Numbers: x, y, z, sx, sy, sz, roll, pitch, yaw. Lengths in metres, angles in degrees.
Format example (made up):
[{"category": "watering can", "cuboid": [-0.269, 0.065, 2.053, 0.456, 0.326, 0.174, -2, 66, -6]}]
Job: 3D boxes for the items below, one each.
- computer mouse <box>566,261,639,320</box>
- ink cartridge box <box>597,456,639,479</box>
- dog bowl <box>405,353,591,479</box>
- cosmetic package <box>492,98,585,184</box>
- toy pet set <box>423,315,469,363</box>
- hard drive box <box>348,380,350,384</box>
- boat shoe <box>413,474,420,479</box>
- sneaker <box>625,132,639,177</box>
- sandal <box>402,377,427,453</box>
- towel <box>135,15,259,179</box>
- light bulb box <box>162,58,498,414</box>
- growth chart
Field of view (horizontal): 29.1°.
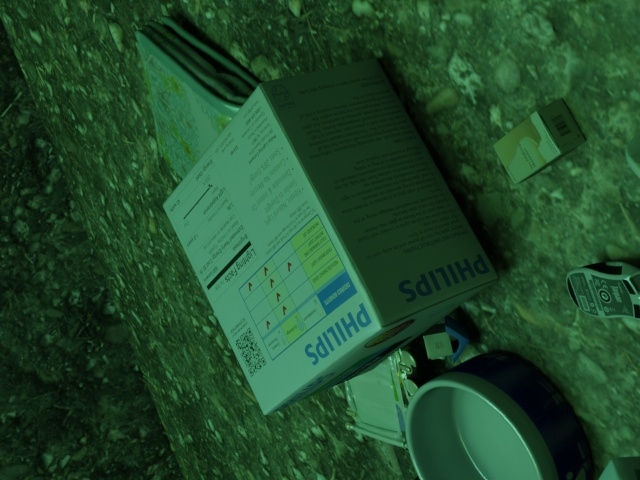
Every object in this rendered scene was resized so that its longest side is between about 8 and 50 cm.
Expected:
[{"category": "computer mouse", "cuboid": [0.359, 0.054, 1.401, 0.193, 0.042, 0.106, 7, 125, 56]}, {"category": "ink cartridge box", "cuboid": [0.370, 0.496, 1.506, 0.385, 0.091, 0.308, 106, 161, -45]}, {"category": "dog bowl", "cuboid": [0.247, 0.297, 1.737, 0.265, 0.104, 0.265, 30, 132, 40]}, {"category": "cosmetic package", "cuboid": [0.254, -0.114, 1.442, 0.060, 0.041, 0.115, 60, 156, 7]}, {"category": "toy pet set", "cuboid": [0.186, 0.123, 1.831, 0.114, 0.065, 0.122, -79, -23, -69]}, {"category": "hard drive box", "cuboid": [0.022, 0.099, 2.075, 0.232, 0.089, 0.181, 49, 152, 31]}, {"category": "boat shoe", "cuboid": [0.292, 0.526, 1.874, 0.500, 0.156, 0.187, 42, 147, 37]}, {"category": "sneaker", "cuboid": [0.387, -0.033, 1.220, 0.212, 0.080, 0.094, 41, 159, 40]}, {"category": "sandal", "cuboid": [0.169, 0.299, 1.977, 0.303, 0.086, 0.120, 6, 119, 63]}, {"category": "towel", "cuboid": [-0.199, -0.204, 2.236, 0.374, 0.090, 0.320, 43, 152, 39]}, {"category": "light bulb box", "cuboid": [0.000, 0.000, 1.739, 0.358, 0.225, 0.361, -43, 70, 51]}, {"category": "growth chart", "cuboid": [0.093, 0.228, 1.939, 0.172, 0.021, 0.237, 18, 126, 39]}]
